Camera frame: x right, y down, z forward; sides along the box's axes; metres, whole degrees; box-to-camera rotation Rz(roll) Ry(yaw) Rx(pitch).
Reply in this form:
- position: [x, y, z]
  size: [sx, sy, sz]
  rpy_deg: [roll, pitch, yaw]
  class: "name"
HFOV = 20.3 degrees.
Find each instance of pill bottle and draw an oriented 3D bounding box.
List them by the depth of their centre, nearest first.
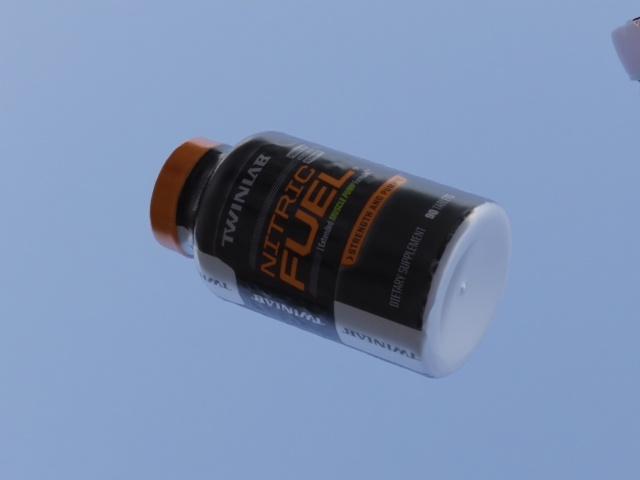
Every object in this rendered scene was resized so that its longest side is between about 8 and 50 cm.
- position: [0.000, 0.000, 1.266]
  size: [0.246, 0.130, 0.130]
  rpy_deg: [19, -103, 26]
  class: "pill bottle"

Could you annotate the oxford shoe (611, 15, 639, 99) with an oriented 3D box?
- position: [0.259, -0.068, 0.984]
  size: [0.140, 0.397, 0.146]
  rpy_deg: [-17, -83, 6]
  class: "oxford shoe"
